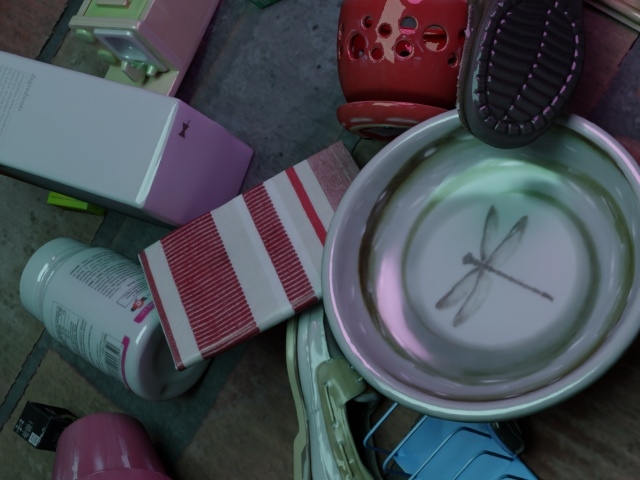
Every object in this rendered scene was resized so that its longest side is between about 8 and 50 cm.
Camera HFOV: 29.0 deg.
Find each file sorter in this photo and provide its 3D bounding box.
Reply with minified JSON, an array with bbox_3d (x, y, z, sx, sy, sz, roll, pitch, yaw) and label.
[{"bbox_3d":[0.151,0.266,1.467,0.118,0.104,0.170,-50,55,10],"label":"file sorter"}]

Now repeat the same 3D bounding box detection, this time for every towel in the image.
[{"bbox_3d":[-0.069,0.019,1.631,0.329,0.037,0.237,-28,44,2],"label":"towel"}]

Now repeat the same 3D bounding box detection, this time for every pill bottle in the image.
[{"bbox_3d":[-0.297,0.105,1.781,0.283,0.160,0.160,26,90,36],"label":"pill bottle"}]

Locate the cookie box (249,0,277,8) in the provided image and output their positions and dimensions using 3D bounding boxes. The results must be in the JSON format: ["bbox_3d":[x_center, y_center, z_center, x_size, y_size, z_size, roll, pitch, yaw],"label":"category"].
[{"bbox_3d":[-0.062,-0.415,1.872,0.107,0.040,0.091,-20,65,28],"label":"cookie box"}]

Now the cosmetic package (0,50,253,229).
[{"bbox_3d":[-0.357,-0.148,1.820,0.453,0.230,0.161,17,84,27],"label":"cosmetic package"}]

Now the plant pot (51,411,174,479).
[{"bbox_3d":[-0.289,0.344,1.690,0.201,0.201,0.180,-39,41,17],"label":"plant pot"}]

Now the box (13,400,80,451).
[{"bbox_3d":[-0.400,0.280,1.839,0.062,0.083,0.052,27,91,36],"label":"box"}]

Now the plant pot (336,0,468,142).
[{"bbox_3d":[0.113,-0.219,1.607,0.191,0.191,0.174,3,85,34],"label":"plant pot"}]

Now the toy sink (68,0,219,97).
[{"bbox_3d":[-0.281,-0.337,1.909,0.153,0.131,0.234,10,69,36],"label":"toy sink"}]

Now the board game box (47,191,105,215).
[{"bbox_3d":[-0.368,-0.135,1.980,0.092,0.043,0.181,9,80,35],"label":"board game box"}]

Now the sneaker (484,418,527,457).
[{"bbox_3d":[0.231,0.162,1.466,0.078,0.067,0.188,-10,60,31],"label":"sneaker"}]

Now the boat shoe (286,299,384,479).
[{"bbox_3d":[0.025,0.199,1.578,0.103,0.113,0.302,-11,76,24],"label":"boat shoe"}]

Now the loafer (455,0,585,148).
[{"bbox_3d":[0.241,-0.262,1.485,0.130,0.134,0.366,-36,33,64],"label":"loafer"}]

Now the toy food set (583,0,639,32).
[{"bbox_3d":[0.381,-0.405,1.543,0.306,0.092,0.219,41,99,35],"label":"toy food set"}]

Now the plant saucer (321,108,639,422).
[{"bbox_3d":[0.203,0.031,1.451,0.400,0.100,0.400,-9,63,19],"label":"plant saucer"}]
